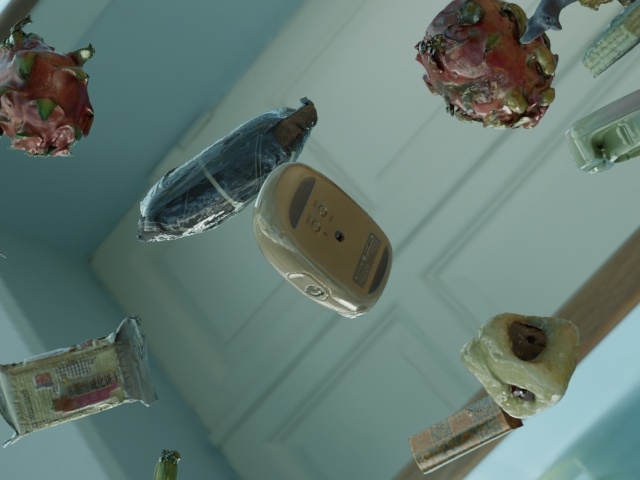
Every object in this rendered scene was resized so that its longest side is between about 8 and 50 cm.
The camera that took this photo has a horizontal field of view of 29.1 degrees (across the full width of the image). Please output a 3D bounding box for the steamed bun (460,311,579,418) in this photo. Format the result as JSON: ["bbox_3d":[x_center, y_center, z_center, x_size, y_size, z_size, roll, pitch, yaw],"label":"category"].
[{"bbox_3d":[0.308,0.186,1.968,0.155,0.172,0.140,25,-127,-11],"label":"steamed bun"}]

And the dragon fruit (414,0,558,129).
[{"bbox_3d":[0.350,-0.354,2.475,0.291,0.250,0.269,47,174,20],"label":"dragon fruit"}]

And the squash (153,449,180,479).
[{"bbox_3d":[-0.321,0.512,2.513,0.052,0.183,0.052,10,-172,-1],"label":"squash"}]

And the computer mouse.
[{"bbox_3d":[0.000,0.000,1.614,0.236,0.082,0.145,40,-123,-34],"label":"computer mouse"}]

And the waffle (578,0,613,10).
[{"bbox_3d":[0.657,-0.569,2.624,0.057,0.219,0.229,63,-156,5],"label":"waffle"}]

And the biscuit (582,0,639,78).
[{"bbox_3d":[0.458,-0.318,1.827,0.052,0.150,0.252,47,-155,-1],"label":"biscuit"}]

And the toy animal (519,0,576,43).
[{"bbox_3d":[0.482,-0.523,2.239,0.081,0.206,0.367,47,-131,-53],"label":"toy animal"}]

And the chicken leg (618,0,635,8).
[{"bbox_3d":[0.538,-0.418,2.144,0.083,0.021,0.036,49,151,0],"label":"chicken leg"}]

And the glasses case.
[{"bbox_3d":[0.258,0.347,2.229,0.049,0.218,0.075,-9,-111,-52],"label":"glasses case"}]

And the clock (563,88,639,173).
[{"bbox_3d":[0.690,-0.252,2.621,0.265,0.324,0.108,0,-114,-65],"label":"clock"}]

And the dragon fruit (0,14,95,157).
[{"bbox_3d":[-0.360,-0.206,1.598,0.137,0.135,0.236,7,-134,-16],"label":"dragon fruit"}]

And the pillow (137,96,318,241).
[{"bbox_3d":[-0.142,-0.107,1.892,0.092,0.335,0.161,53,-172,-28],"label":"pillow"}]

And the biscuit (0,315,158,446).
[{"bbox_3d":[-0.474,0.267,2.355,0.079,0.309,0.186,-150,47,-68],"label":"biscuit"}]

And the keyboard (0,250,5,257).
[{"bbox_3d":[-0.530,-0.030,1.730,0.198,0.010,0.063,29,172,14],"label":"keyboard"}]
